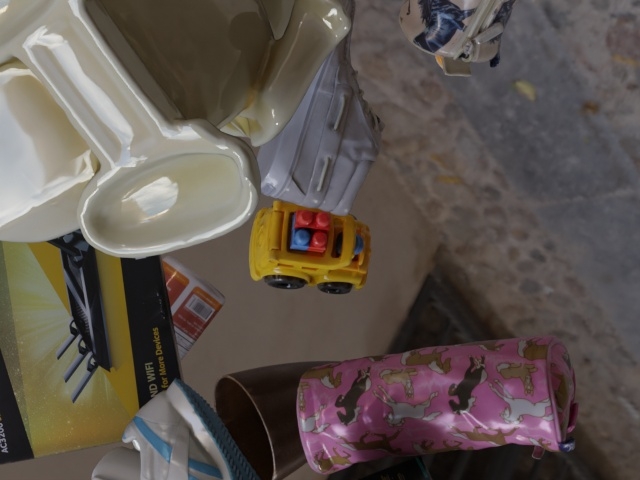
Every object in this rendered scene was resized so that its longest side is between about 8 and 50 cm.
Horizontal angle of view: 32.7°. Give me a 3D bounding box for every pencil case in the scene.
[{"bbox_3d":[0.157,0.230,1.507,0.386,0.167,0.160,-8,176,20],"label":"pencil case"},{"bbox_3d":[0.248,-0.424,1.463,0.159,0.184,0.410,-1,138,-27],"label":"pencil case"}]

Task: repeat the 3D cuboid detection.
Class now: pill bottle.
[{"bbox_3d":[-0.257,0.141,1.704,0.121,0.216,0.121,37,173,5],"label":"pill bottle"}]

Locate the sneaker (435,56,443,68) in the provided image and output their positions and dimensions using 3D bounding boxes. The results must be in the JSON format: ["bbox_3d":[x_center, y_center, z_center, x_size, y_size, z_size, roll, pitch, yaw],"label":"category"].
[{"bbox_3d":[0.277,-0.395,1.929,0.084,0.215,0.083,29,160,-27],"label":"sneaker"}]

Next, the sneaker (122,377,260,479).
[{"bbox_3d":[-0.116,0.248,1.078,0.229,0.092,0.087,52,-177,37],"label":"sneaker"}]

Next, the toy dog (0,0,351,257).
[{"bbox_3d":[-0.153,-0.163,0.987,0.284,0.408,0.395,47,126,-10],"label":"toy dog"}]

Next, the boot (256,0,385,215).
[{"bbox_3d":[0.018,-0.159,1.244,0.123,0.258,0.095,19,178,-22],"label":"boot"}]

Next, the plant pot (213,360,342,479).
[{"bbox_3d":[-0.044,0.309,1.990,0.215,0.230,0.215,37,136,45],"label":"plant pot"}]

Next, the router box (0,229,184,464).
[{"bbox_3d":[-0.294,0.082,1.239,0.242,0.309,0.081,-11,-175,-6],"label":"router box"}]

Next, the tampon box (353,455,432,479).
[{"bbox_3d":[0.080,0.373,1.451,0.101,0.161,0.120,-34,72,33],"label":"tampon box"}]

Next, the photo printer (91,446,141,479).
[{"bbox_3d":[-0.111,0.384,1.179,0.307,0.107,0.256,15,108,17],"label":"photo printer"}]

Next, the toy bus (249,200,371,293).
[{"bbox_3d":[0.000,0.000,1.918,0.220,0.150,0.211,8,164,-13],"label":"toy bus"}]
